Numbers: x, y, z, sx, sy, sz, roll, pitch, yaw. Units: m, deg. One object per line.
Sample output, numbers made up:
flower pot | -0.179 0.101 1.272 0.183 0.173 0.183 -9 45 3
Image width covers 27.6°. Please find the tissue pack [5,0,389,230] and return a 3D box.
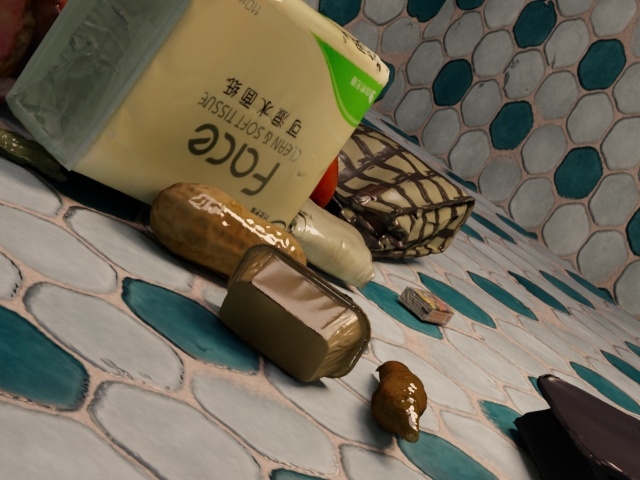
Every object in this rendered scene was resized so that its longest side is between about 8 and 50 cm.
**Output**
tissue pack | -0.141 -0.197 1.678 0.205 0.331 0.405 41 8 37

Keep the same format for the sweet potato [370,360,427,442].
sweet potato | 0.089 0.179 1.495 0.067 0.067 0.274 32 6 -4

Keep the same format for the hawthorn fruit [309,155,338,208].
hawthorn fruit | -0.049 -0.111 2.055 0.185 0.185 0.202 19 40 -52

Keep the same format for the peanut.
peanut | -0.109 -0.002 1.609 0.226 0.095 0.108 29 16 -26

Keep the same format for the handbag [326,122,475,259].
handbag | 0.074 -0.097 2.359 0.325 0.162 0.327 35 17 20

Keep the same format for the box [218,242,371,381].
box | -0.031 0.083 1.460 0.177 0.111 0.111 36 12 10

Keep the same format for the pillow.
pillow | 0.000 0.000 1.955 0.181 0.078 0.134 30 14 -31

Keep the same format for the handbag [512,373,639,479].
handbag | 0.396 0.308 1.656 0.269 0.118 0.325 24 13 -8

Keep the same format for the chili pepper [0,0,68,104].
chili pepper | -0.368 -0.317 1.790 0.251 0.229 0.305 21 20 25

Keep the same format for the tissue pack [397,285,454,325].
tissue pack | 0.169 0.105 2.079 0.063 0.035 0.083 40 12 32

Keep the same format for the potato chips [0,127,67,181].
potato chips | -0.392 -0.131 1.544 0.207 0.028 0.092 27 13 -34
